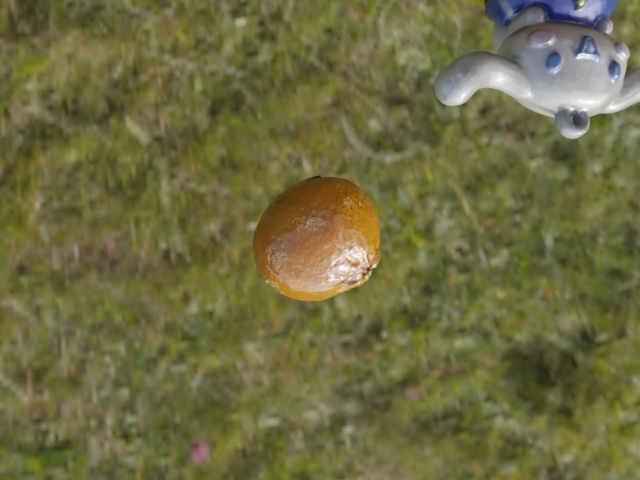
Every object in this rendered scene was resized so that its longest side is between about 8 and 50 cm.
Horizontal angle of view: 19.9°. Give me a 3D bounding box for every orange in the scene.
[{"bbox_3d":[-0.001,0.000,1.822,0.135,0.117,0.135,-30,139,-30],"label":"orange"}]

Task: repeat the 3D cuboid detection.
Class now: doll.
[{"bbox_3d":[0.216,-0.222,1.909,0.311,0.159,0.242,-17,96,-33],"label":"doll"}]
